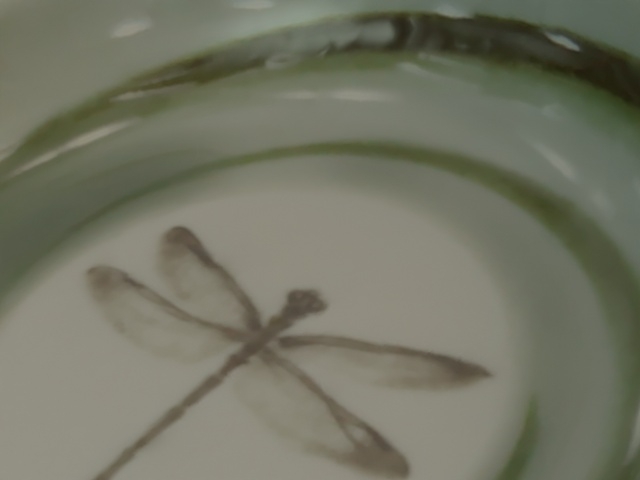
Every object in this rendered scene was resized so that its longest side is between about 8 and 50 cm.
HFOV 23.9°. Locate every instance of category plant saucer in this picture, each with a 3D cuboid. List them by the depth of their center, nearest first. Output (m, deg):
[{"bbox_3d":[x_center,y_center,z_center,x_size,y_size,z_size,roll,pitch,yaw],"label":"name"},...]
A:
[{"bbox_3d":[-0.035,0.033,0.486,0.400,0.401,0.100,-99,175,-50],"label":"plant saucer"}]
